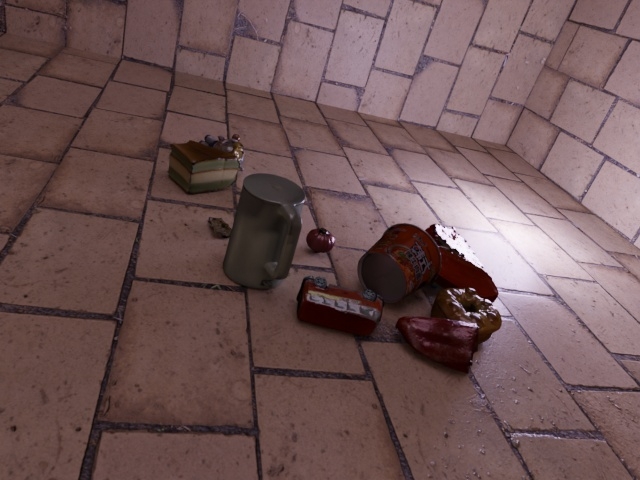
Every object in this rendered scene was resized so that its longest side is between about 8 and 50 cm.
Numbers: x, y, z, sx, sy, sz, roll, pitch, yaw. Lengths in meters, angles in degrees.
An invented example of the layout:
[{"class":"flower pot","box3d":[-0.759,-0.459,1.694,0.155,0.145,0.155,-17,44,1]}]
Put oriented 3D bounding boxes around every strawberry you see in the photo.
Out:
[{"class":"strawberry","box3d":[0.493,0.041,1.993,0.254,0.150,0.280,32,23,-18]}]

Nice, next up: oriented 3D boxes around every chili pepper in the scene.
[{"class":"chili pepper","box3d":[0.348,0.303,1.500,0.253,0.144,0.136,10,11,10]}]

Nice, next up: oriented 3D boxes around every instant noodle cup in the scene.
[{"class":"instant noodle cup","box3d":[0.259,0.090,1.696,0.251,0.250,0.192,33,42,25]}]

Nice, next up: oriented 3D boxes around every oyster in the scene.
[{"class":"oyster","box3d":[-0.362,-0.049,1.786,0.086,0.029,0.132,13,26,-21]}]

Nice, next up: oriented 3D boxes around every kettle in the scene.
[{"class":"kettle","box3d":[-0.176,-0.015,1.535,0.205,0.317,0.265,16,28,-6]}]

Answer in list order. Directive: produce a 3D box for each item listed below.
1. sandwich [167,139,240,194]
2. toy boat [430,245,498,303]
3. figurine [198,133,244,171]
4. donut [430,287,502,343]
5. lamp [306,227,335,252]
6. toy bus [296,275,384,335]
[{"class":"sandwich","box3d":[-0.484,-0.310,2.034,0.228,0.155,0.198,-14,42,-44]},{"class":"toy boat","box3d":[0.496,0.149,1.827,0.332,0.133,0.145,29,59,-2]},{"class":"figurine","box3d":[-0.456,-0.393,2.244,0.275,0.133,0.193,8,55,32]},{"class":"donut","box3d":[0.479,0.247,1.654,0.227,0.113,0.226,14,30,-8]},{"class":"lamp","box3d":[0.000,0.000,1.834,0.108,0.092,0.107,14,27,-7]},{"class":"toy bus","box3d":[0.060,0.206,1.501,0.266,0.121,0.119,15,38,-6]}]
